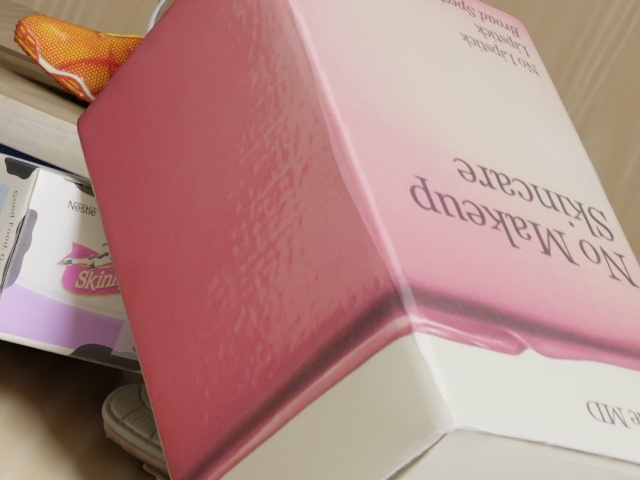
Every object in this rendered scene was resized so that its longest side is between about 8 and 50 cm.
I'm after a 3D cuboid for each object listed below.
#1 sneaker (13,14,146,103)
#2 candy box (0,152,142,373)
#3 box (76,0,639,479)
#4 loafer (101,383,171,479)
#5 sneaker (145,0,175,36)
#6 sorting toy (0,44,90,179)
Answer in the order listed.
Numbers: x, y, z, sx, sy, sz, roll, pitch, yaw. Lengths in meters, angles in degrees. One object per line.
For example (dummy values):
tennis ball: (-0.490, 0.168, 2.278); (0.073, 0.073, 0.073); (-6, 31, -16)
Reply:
sneaker: (-0.086, -0.093, 1.069); (0.175, 0.067, 0.064); (22, 9, 3)
candy box: (-0.110, 0.008, 0.842); (0.165, 0.070, 0.196); (18, -1, -37)
box: (0.024, 0.019, 0.688); (0.149, 0.127, 0.232); (16, 41, -39)
loafer: (-0.029, 0.093, 0.756); (0.125, 0.039, 0.045); (15, 35, 13)
sneaker: (0.000, 0.000, 0.989); (0.290, 0.106, 0.123); (55, -16, 8)
sorting toy: (-0.202, -0.060, 1.091); (0.257, 0.089, 0.255); (22, 7, -8)
